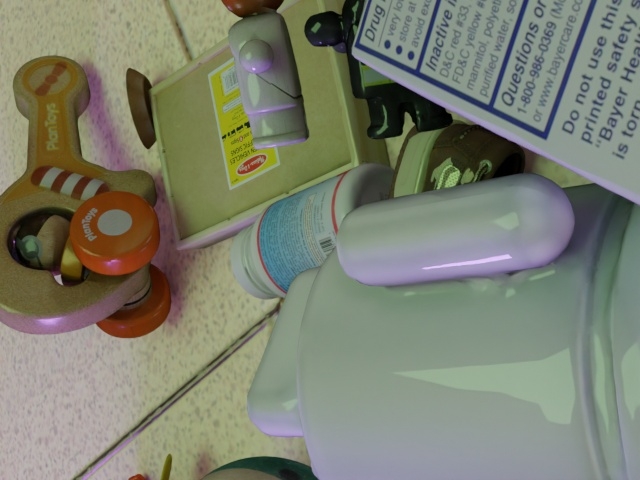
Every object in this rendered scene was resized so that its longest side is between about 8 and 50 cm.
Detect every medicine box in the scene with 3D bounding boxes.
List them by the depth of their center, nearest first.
[{"bbox_3d":[0.213,-0.095,0.472,0.289,0.264,0.149,36,117,40],"label":"medicine box"}]

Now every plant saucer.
[{"bbox_3d":[-0.176,-0.134,1.055,0.015,0.083,0.083,-11,81,4],"label":"plant saucer"}]

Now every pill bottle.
[{"bbox_3d":[0.000,0.000,0.843,0.160,0.087,0.087,-20,77,46],"label":"pill bottle"}]

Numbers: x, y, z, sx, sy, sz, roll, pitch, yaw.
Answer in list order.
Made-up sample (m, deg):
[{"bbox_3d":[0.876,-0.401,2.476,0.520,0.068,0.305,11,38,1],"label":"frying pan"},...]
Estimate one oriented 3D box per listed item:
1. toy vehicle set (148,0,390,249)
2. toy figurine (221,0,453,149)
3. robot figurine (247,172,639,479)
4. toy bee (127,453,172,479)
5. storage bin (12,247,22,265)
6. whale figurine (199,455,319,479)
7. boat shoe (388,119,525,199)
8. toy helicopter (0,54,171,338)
[{"bbox_3d":[-0.058,-0.103,0.940,0.267,0.035,0.165,-21,77,46],"label":"toy vehicle set"},{"bbox_3d":[0.049,-0.150,0.691,0.210,0.213,0.148,2,105,52],"label":"toy figurine"},{"bbox_3d":[0.129,0.071,0.573,0.354,0.300,0.199,-7,53,37],"label":"robot figurine"},{"bbox_3d":[-0.189,0.285,1.045,0.298,0.162,0.195,38,113,12],"label":"toy bee"},{"bbox_3d":[-0.360,-0.008,1.213,0.180,0.122,0.084,1,92,48],"label":"storage bin"},{"bbox_3d":[0.003,0.284,0.847,0.272,0.141,0.216,28,115,17],"label":"whale figurine"},{"bbox_3d":[0.089,0.045,0.746,0.095,0.095,0.257,16,103,40],"label":"boat shoe"},{"bbox_3d":[-0.289,-0.056,1.080,0.140,0.235,0.355,91,168,-53],"label":"toy helicopter"}]
